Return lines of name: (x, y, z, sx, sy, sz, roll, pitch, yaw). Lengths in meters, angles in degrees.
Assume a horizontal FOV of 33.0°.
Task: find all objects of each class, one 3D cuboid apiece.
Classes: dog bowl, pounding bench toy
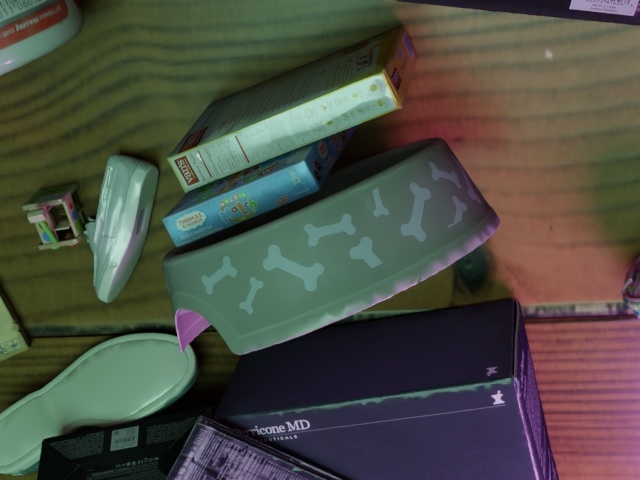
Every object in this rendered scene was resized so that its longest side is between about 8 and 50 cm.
dog bowl: (0.000, 0.000, 1.082, 0.349, 0.349, 0.102, -22, 98, 20)
pounding bench toy: (-0.312, -0.019, 1.264, 0.052, 0.083, 0.065, -9, 113, 15)

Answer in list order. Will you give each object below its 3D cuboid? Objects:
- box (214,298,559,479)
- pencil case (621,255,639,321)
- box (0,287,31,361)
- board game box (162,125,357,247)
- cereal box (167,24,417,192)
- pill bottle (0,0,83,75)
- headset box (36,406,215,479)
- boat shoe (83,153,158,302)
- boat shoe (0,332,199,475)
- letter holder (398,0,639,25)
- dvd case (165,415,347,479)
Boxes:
box: (0.096, 0.265, 1.271, 0.343, 0.179, 0.312, -10, 114, 15)
pencil case: (0.437, 0.133, 1.176, 0.124, 0.124, 0.284, -28, 109, 22)
box: (-0.493, 0.104, 1.357, 0.201, 0.021, 0.164, -22, 111, 0)
board game box: (-0.056, -0.072, 1.117, 0.160, 0.211, 0.039, -21, 107, 19)
cereal box: (-0.025, -0.137, 1.103, 0.240, 0.173, 0.047, -20, 111, 20)
pill bottle: (-0.398, -0.337, 1.056, 0.210, 0.210, 0.362, -15, 111, 17)
headset box: (-0.199, 0.355, 1.356, 0.218, 0.110, 0.293, -11, 133, 5)
boat shoe: (-0.244, -0.015, 1.267, 0.063, 0.066, 0.184, 23, 119, 11)
boat shoe: (-0.280, 0.214, 1.383, 0.320, 0.116, 0.099, -28, 151, 15)
letter holder: (0.233, -0.332, 0.989, 0.302, 0.214, 0.152, 7, 148, 7)
dvd case: (-0.066, 0.300, 1.203, 0.221, 0.018, 0.164, 26, 117, -5)
